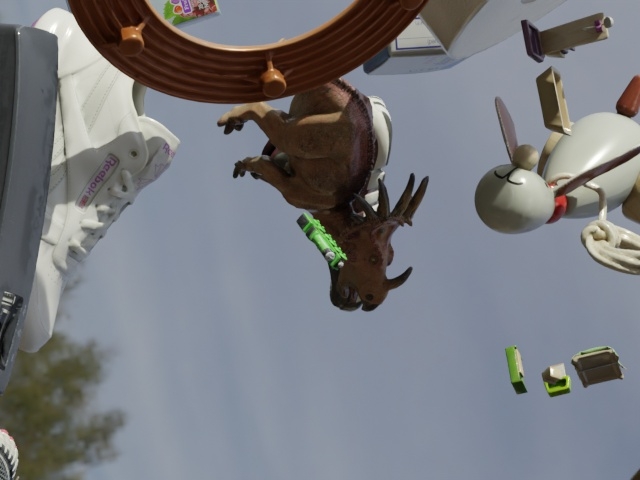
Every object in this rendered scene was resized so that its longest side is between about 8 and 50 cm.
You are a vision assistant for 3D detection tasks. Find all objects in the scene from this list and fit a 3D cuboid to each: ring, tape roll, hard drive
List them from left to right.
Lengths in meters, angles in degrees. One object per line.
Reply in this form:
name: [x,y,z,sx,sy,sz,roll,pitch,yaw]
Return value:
hard drive: [-0.273,-0.031,1.031,0.054,0.172,0.254,70,25,-75]
ring: [-0.039,-0.236,1.224,0.032,0.337,0.336,-112,-156,-43]
tape roll: [0.261,-0.324,1.527,0.072,0.392,0.392,54,-27,6]

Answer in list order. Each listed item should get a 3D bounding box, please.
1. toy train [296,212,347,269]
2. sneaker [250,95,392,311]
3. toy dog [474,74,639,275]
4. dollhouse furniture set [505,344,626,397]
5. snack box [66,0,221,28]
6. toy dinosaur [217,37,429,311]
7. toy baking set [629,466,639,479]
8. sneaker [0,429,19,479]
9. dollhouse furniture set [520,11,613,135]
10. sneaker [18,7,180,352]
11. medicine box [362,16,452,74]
toy train: [0.000,0.000,1.394,0.017,0.024,0.083,-48,-146,8]
sneaker: [-0.010,-0.047,1.898,0.106,0.162,0.281,-115,-151,-66]
toy dog: [0.288,-0.097,1.662,0.333,0.220,0.161,-48,153,-71]
dollhouse furniture set: [0.331,0.163,2.078,0.076,0.152,0.058,58,22,-48]
snack box: [-0.233,-0.346,1.857,0.070,0.174,0.207,-76,150,-86]
toy dinosaur: [0.016,-0.090,1.569,0.200,0.127,0.295,25,-36,33]
toy baking set: [0.361,0.249,1.345,0.197,0.030,0.256,33,-39,3]
sneaker: [-0.424,0.332,1.878,0.112,0.121,0.299,-95,-177,-49]
dollhouse furniture set: [0.251,-0.158,1.465,0.091,0.081,0.114,13,66,-66]
sneaker: [-0.209,-0.049,1.344,0.114,0.152,0.305,66,35,-84]
medicine box: [0.141,-0.403,2.272,0.263,0.149,0.289,180,-93,-84]
